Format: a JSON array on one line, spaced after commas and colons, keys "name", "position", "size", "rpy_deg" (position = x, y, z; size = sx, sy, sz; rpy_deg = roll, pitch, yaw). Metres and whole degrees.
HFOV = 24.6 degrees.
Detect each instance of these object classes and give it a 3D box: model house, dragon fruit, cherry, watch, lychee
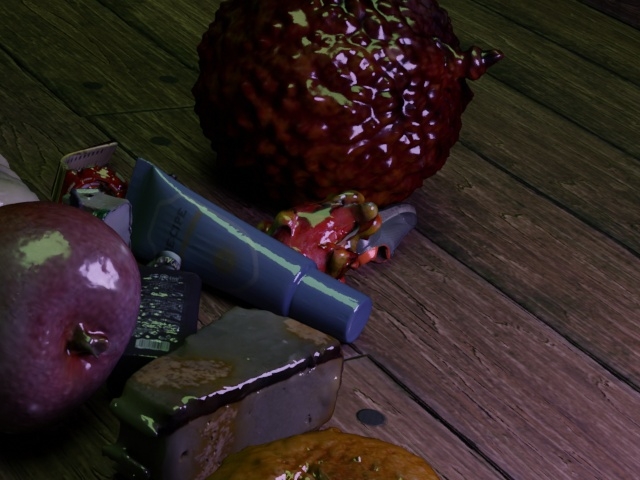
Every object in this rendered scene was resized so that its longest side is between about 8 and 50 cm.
[{"name": "model house", "position": [-0.318, -0.014, 1.974], "size": [0.100, 0.101, 0.088], "rpy_deg": [20, 29, 22]}, {"name": "dragon fruit", "position": [0.000, 0.000, 2.028], "size": [0.150, 0.207, 0.133], "rpy_deg": [47, 32, -22]}, {"name": "cherry", "position": [-0.333, 0.076, 1.624], "size": [0.307, 0.261, 0.221], "rpy_deg": [15, -21, 49]}, {"name": "watch", "position": [-0.298, -0.085, 2.160], "size": [0.165, 0.102, 0.268], "rpy_deg": [22, 18, 8]}, {"name": "lychee", "position": [0.040, -0.237, 2.224], "size": [0.500, 0.425, 0.424], "rpy_deg": [-2, 16, 33]}]

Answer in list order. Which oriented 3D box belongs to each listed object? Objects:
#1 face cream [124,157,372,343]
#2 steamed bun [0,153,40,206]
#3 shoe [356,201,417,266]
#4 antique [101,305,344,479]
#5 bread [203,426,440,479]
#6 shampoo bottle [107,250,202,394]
[{"name": "face cream", "position": [-0.111, 0.026, 1.964], "size": [0.385, 0.135, 0.086], "rpy_deg": [26, 17, 20]}, {"name": "steamed bun", "position": [-0.505, -0.046, 1.861], "size": [0.320, 0.206, 0.275], "rpy_deg": [8, 24, -12]}, {"name": "shoe", "position": [0.088, -0.005, 2.156], "size": [0.194, 0.074, 0.077], "rpy_deg": [-9, 73, -57]}, {"name": "antique", "position": [-0.115, 0.179, 1.624], "size": [0.150, 0.125, 0.284], "rpy_deg": [24, 29, 29]}, {"name": "bread", "position": [-0.004, 0.289, 1.423], "size": [0.268, 0.146, 0.268], "rpy_deg": [5, 23, -2]}, {"name": "shampoo bottle", "position": [-0.202, 0.093, 1.830], "size": [0.098, 0.071, 0.309], "rpy_deg": [7, 26, -5]}]
